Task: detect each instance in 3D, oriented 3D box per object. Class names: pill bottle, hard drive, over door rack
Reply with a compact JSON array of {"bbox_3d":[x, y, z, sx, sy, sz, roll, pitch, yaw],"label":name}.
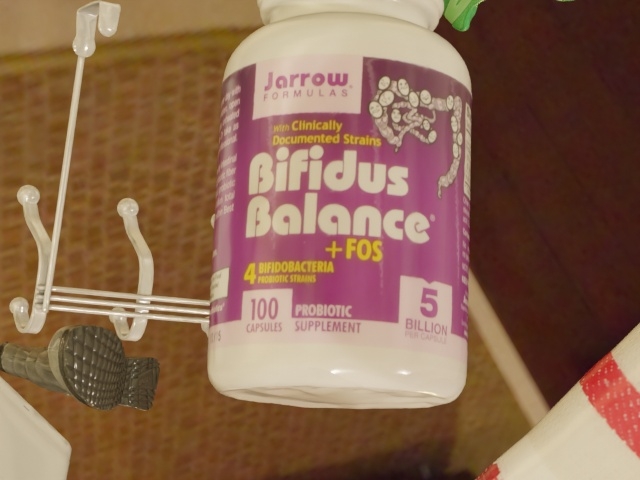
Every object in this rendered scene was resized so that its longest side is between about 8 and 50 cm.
[{"bbox_3d":[0.015,-0.046,0.932,0.169,0.301,0.169,2,168,0],"label":"pill bottle"},{"bbox_3d":[-0.425,0.319,1.871,0.040,0.307,0.203,-32,117,16],"label":"hard drive"},{"bbox_3d":[-0.161,-0.061,1.385,0.239,0.108,0.324,7,104,-35],"label":"over door rack"}]

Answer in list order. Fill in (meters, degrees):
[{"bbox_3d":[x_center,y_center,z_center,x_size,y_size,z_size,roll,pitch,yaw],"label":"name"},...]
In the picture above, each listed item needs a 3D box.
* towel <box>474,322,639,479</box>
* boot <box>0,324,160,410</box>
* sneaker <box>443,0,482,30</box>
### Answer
[{"bbox_3d":[0.099,0.170,0.370,0.329,0.237,0.037,-48,157,18],"label":"towel"},{"bbox_3d":[-0.291,0.141,1.557,0.161,0.083,0.246,6,167,15],"label":"boot"},{"bbox_3d":[0.204,-0.267,1.145,0.295,0.109,0.123,-24,112,32],"label":"sneaker"}]
